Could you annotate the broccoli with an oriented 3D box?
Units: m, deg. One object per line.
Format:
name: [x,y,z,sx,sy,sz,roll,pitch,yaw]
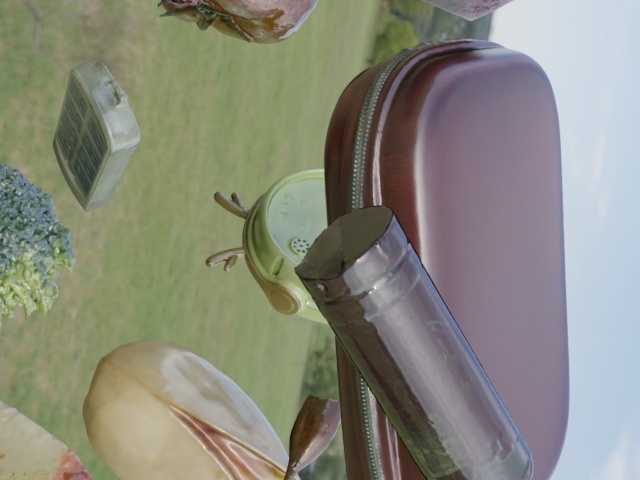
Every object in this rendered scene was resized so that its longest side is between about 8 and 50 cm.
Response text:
broccoli: [-0.502,0.004,1.484,0.317,0.277,0.338,-44,-134,40]

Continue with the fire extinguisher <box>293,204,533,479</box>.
fire extinguisher: [0.069,0.109,0.682,0.268,0.089,0.072,59,0,-22]

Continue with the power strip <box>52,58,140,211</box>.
power strip: [-0.204,-0.086,0.934,0.080,0.029,0.227,61,-24,5]

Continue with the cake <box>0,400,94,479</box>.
cake: [-0.242,0.165,0.545,0.262,0.158,0.160,4,104,-60]

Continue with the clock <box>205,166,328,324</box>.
clock: [0.000,0.000,1.459,0.096,0.308,0.235,110,-14,-53]

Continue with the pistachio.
pistachio: [-0.165,0.249,1.337,0.187,0.299,0.187,-52,176,-5]

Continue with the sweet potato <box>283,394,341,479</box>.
sweet potato: [-0.014,0.220,1.166,0.117,0.049,0.049,-60,167,-29]

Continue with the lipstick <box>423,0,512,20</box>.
lipstick: [0.039,-0.230,0.734,0.317,0.066,0.068,6,66,-50]

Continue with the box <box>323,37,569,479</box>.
box: [0.110,0.042,0.855,0.263,0.108,0.404,-16,106,-50]

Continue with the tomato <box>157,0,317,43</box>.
tomato: [-0.080,-0.310,1.250,0.181,0.155,0.214,-60,-166,-7]
